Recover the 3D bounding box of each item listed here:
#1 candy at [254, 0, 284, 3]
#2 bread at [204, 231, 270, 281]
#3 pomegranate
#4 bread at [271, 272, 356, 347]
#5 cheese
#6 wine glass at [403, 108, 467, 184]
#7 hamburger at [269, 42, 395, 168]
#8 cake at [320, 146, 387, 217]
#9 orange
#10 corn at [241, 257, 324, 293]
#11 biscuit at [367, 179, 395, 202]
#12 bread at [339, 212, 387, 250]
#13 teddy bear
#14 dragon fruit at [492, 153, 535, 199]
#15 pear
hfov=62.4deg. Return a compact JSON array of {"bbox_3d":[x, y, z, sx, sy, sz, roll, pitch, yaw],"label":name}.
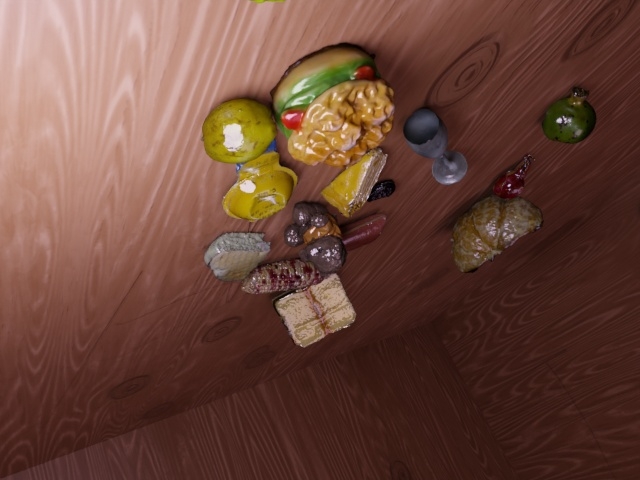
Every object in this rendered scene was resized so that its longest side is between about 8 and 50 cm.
[{"bbox_3d":[-0.018,-0.356,0.669,0.209,0.097,0.097,-20,158,-32],"label":"candy"},{"bbox_3d":[-0.211,0.033,1.363,0.172,0.064,0.232,-26,160,-4],"label":"bread"},{"bbox_3d":[0.719,-0.343,1.514,0.143,0.123,0.169,6,156,-4],"label":"pomegranate"},{"bbox_3d":[-0.021,0.239,1.906,0.263,0.199,0.236,-28,151,-3],"label":"bread"},{"bbox_3d":[-0.127,-0.118,1.111,0.176,0.069,0.270,-23,155,-14],"label":"cheese"},{"bbox_3d":[0.357,-0.270,1.289,0.264,0.096,0.309,-32,157,17],"label":"wine glass"},{"bbox_3d":[0.029,-0.220,0.954,0.236,0.149,0.237,-24,160,-9],"label":"hamburger"},{"bbox_3d":[0.081,-0.157,1.313,0.079,0.116,0.185,-7,120,-50],"label":"cake"},{"bbox_3d":[0.630,-0.046,1.969,0.270,0.210,0.369,-29,167,-51],"label":"orange"},{"bbox_3d":[-0.110,0.108,1.616,0.289,0.098,0.098,-7,151,-34],"label":"corn"},{"bbox_3d":[0.167,-0.136,1.471,0.089,0.027,0.087,-40,155,28],"label":"biscuit"},{"bbox_3d":[0.113,-0.016,1.624,0.192,0.067,0.119,-24,158,-9],"label":"bread"},{"bbox_3d":[0.000,0.000,1.366,0.140,0.190,0.177,-9,148,-24],"label":"teddy bear"},{"bbox_3d":[0.670,-0.210,1.813,0.094,0.094,0.191,-10,148,-36],"label":"dragon fruit"},{"bbox_3d":[-0.140,-0.185,0.894,0.131,0.107,0.107,-13,158,-3],"label":"pear"}]
